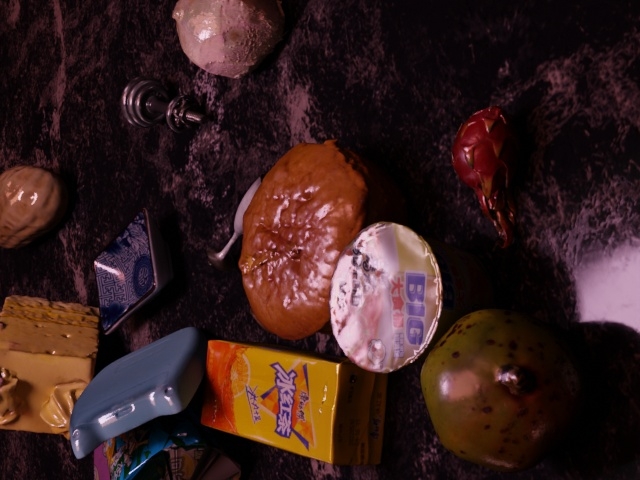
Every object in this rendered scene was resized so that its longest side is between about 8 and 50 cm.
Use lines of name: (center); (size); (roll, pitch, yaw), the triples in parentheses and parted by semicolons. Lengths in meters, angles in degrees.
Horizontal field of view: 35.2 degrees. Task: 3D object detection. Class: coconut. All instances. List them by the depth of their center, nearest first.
coconut: (-0.175, -0.388, 1.808); (0.194, 0.194, 0.194); (-12, 74, 50)

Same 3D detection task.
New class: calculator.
calculator: (-0.318, 0.248, 1.784); (0.054, 0.256, 0.386); (64, -176, -11)

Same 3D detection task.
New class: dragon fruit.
dragon fruit: (0.221, -0.084, 1.346); (0.094, 0.094, 0.190); (1, 96, 51)

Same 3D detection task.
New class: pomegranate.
pomegranate: (0.212, 0.199, 1.231); (0.198, 0.198, 0.246); (62, 144, 37)

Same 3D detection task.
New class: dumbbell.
dumbbell: (-0.307, -0.266, 2.033); (0.254, 0.110, 0.110); (21, 100, 44)

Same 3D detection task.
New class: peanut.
peanut: (-0.752, -0.084, 2.497); (0.387, 0.169, 0.192); (-23, 60, 48)

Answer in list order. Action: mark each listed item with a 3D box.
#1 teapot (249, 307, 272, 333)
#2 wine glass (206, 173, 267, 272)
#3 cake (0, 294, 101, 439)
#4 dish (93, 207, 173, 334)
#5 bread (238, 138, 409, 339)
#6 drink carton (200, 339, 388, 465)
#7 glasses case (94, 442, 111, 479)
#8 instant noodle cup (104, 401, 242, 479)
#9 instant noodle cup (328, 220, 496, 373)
teapot: (-0.069, 0.103, 1.699); (0.085, 0.080, 0.110); (-31, 18, 20)
wine glass: (-0.132, -0.031, 1.797); (0.198, 0.066, 0.066); (-53, 47, 30)
cake: (-0.580, 0.279, 2.110); (0.286, 0.227, 0.222); (-111, 31, -65)
dish: (-0.373, 0.069, 2.063); (0.243, 0.080, 0.182); (-39, 55, 43)
bread: (-0.002, 0.005, 1.546); (0.312, 0.172, 0.312); (-21, 63, 48)
drink carton: (-0.048, 0.251, 1.603); (0.351, 0.111, 0.155); (2, 86, 50)
glasses case: (-0.411, 0.415, 2.052); (0.123, 0.076, 0.316); (-17, 70, 49)
instant noodle cup: (-0.273, 0.397, 1.779); (0.178, 0.240, 0.240); (50, 122, 51)
instant noodle cup: (0.131, 0.078, 1.366); (0.205, 0.153, 0.205); (-5, 82, 45)
